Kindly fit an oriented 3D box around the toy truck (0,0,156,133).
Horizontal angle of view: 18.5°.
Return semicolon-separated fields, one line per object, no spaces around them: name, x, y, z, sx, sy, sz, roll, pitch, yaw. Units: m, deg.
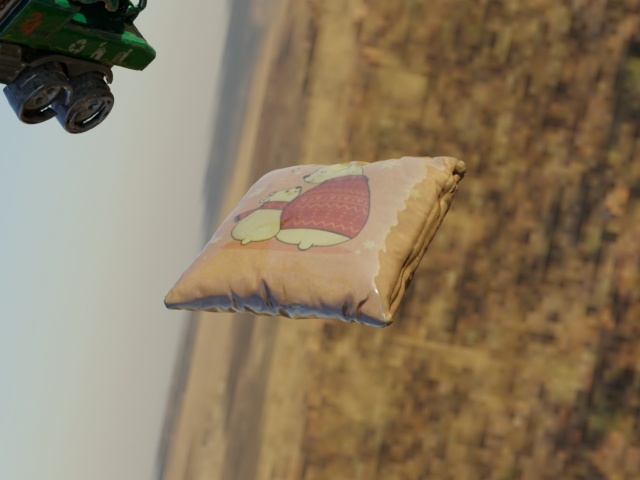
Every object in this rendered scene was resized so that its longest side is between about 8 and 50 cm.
toy truck;-0.271;-0.222;1.724;0.178;0.176;0.363;-47;-23;22

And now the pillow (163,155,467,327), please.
pillow;0.000;0.000;1.766;0.223;0.236;0.084;-54;-47;-43
